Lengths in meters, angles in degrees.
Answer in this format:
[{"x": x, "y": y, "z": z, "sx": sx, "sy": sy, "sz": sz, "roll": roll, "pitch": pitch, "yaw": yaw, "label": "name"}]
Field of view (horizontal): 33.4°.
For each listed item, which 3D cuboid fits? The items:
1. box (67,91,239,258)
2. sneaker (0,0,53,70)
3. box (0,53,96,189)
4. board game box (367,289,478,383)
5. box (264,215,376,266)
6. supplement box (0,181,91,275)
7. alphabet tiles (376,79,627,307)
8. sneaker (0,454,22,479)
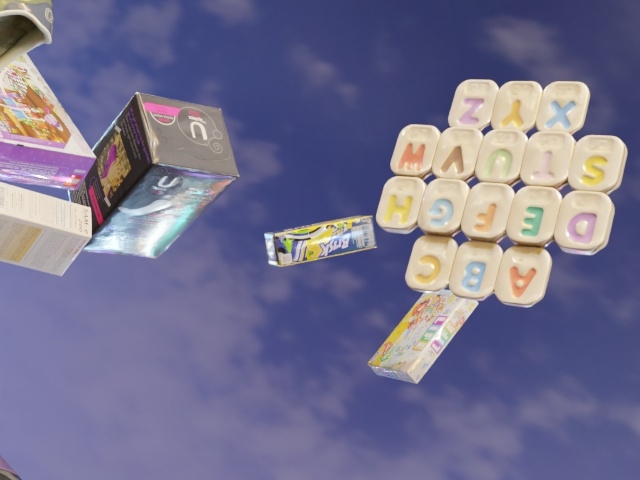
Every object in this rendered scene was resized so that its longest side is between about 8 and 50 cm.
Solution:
[{"x": -0.283, "y": -0.101, "z": 1.763, "sx": 0.270, "sy": 0.165, "sz": 0.143, "roll": -40, "pitch": -124, "yaw": 40, "label": "box"}, {"x": -0.323, "y": -0.172, "z": 0.938, "sx": 0.086, "sy": 0.192, "sz": 0.064, "roll": 59, "pitch": -9, "yaw": 30, "label": "sneaker"}, {"x": -0.421, "y": -0.183, "z": 1.280, "sx": 0.057, "sy": 0.201, "sz": 0.293, "roll": -53, "pitch": -125, "yaw": 23, "label": "box"}, {"x": 0.148, "y": 0.136, "z": 1.551, "sx": 0.026, "sy": 0.154, "sz": 0.103, "roll": 49, "pitch": -22, "yaw": -21, "label": "board game box"}, {"x": 0.000, "y": 0.000, "z": 1.706, "sx": 0.059, "sy": 0.169, "sz": 0.054, "roll": -175, "pitch": -104, "yaw": -70, "label": "box"}, {"x": -0.253, "y": -0.011, "z": 0.911, "sx": 0.062, "sy": 0.098, "sz": 0.036, "roll": -44, "pitch": -138, "yaw": 36, "label": "supplement box"}, {"x": 0.203, "y": -0.064, "z": 1.236, "sx": 0.284, "sy": 0.278, "sz": 0.021, "roll": 7, "pitch": -18, "yaw": 32, "label": "alphabet tiles"}, {"x": -0.286, "y": 0.292, "z": 1.003, "sx": 0.124, "sy": 0.107, "sz": 0.283, "roll": 32, "pitch": -25, "yaw": 40, "label": "sneaker"}]
